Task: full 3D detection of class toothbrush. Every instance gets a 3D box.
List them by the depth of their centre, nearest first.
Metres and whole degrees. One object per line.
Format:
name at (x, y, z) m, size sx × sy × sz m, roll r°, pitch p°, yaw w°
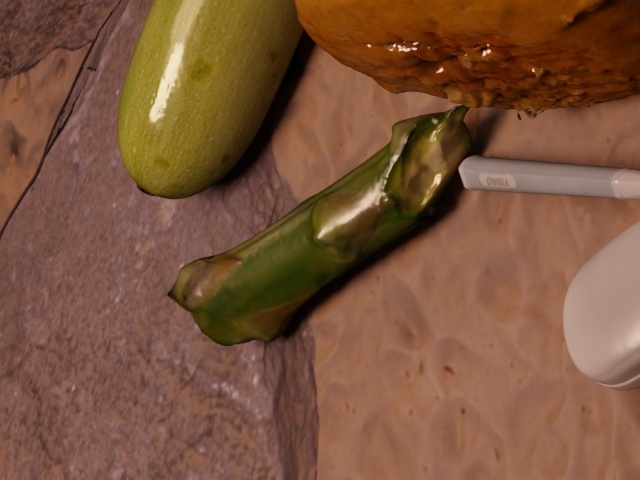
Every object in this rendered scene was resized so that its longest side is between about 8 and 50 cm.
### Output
toothbrush at (0.178, -0.034, 1.002) m, size 0.342 × 0.030 × 0.025 m, roll 15°, pitch 127°, yaw 66°

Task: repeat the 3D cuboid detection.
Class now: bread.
bread at (0.103, -0.175, 1.033) m, size 0.268 × 0.268 × 0.145 m, roll -5°, pitch 69°, yaw 50°

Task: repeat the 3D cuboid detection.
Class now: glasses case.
glasses case at (0.239, 0.011, 0.944) m, size 0.233 × 0.059 × 0.092 m, roll -37°, pitch 46°, yaw 35°

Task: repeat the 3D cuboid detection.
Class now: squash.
squash at (-0.096, -0.146, 1.361) m, size 0.132 × 0.132 × 0.247 m, roll 34°, pitch 106°, yaw 50°

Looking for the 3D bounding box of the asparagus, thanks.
asparagus at (-0.001, -0.001, 1.232) m, size 0.343 × 0.082 × 0.085 m, roll -30°, pitch 42°, yaw 39°
